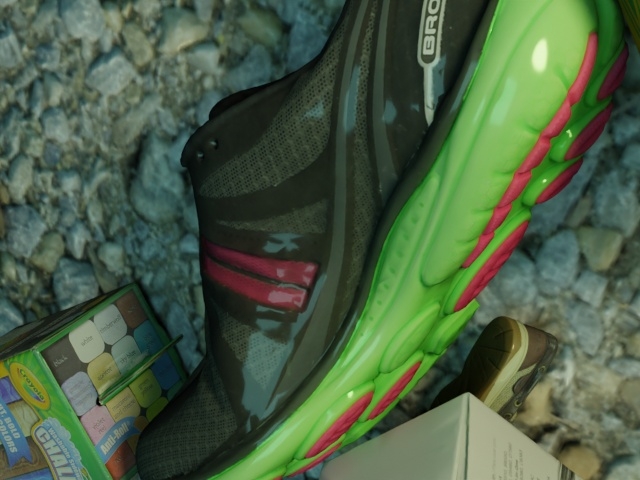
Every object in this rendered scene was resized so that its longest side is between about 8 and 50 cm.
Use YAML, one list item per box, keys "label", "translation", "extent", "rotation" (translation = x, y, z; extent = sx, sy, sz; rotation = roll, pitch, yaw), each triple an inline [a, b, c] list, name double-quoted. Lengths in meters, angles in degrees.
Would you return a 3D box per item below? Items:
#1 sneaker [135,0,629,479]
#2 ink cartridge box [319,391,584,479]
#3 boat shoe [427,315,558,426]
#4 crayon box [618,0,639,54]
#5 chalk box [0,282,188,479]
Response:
- label: "sneaker"
  translation: [0.000, 0.000, 0.665]
  extent: [0.202, 0.185, 0.482]
  rotation: [45, 120, 20]
- label: "ink cartridge box"
  translation: [0.113, 0.210, 0.685]
  extent: [0.203, 0.086, 0.148]
  rotation: [39, 128, -21]
- label: "boat shoe"
  translation: [0.116, 0.117, 0.704]
  extent: [0.049, 0.056, 0.152]
  rotation: [14, 131, -15]
- label: "crayon box"
  translation: [0.236, -0.158, 0.464]
  extent: [0.202, 0.081, 0.318]
  rotation: [-22, 100, 11]
- label: "chalk box"
  translation: [-0.198, 0.129, 0.830]
  extent: [0.213, 0.132, 0.132]
  rotation: [-20, 101, 34]
